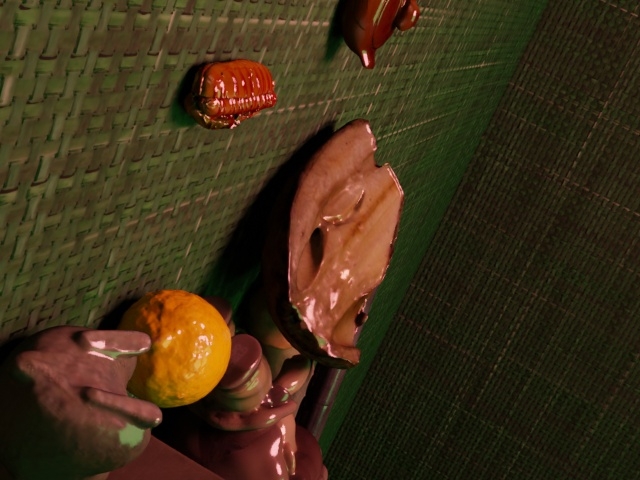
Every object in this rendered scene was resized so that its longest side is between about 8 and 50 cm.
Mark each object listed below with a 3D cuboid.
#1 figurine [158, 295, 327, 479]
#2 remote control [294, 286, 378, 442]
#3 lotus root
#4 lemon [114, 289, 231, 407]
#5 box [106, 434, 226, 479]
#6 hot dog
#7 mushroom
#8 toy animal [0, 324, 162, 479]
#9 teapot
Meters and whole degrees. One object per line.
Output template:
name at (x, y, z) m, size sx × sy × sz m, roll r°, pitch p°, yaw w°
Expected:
figurine at (-0.103, 0.245, 1.112) m, size 0.203 × 0.248 × 0.381 m, roll -46°, pitch 147°, yaw -40°
remote control at (0.010, 0.194, 1.267) m, size 0.107 × 0.044 × 0.378 m, roll -57°, pitch 168°, yaw -75°
lotus root at (-0.003, 0.003, 1.128) m, size 0.142 × 0.210 × 0.314 m, roll -17°, pitch -150°, yaw 40°
lemon at (-0.144, 0.106, 0.865) m, size 0.114 × 0.114 × 0.155 m, roll -58°, pitch 171°, yaw -13°
box at (-0.225, 0.353, 0.980) m, size 0.231 × 0.149 × 0.155 m, roll -43°, pitch 157°, yaw -51°
hot dog at (-0.075, -0.130, 0.795) m, size 0.062 × 0.038 × 0.144 m, roll -66°, pitch 167°, yaw 18°
mushroom at (-0.064, 0.189, 1.319) m, size 0.329 × 0.122 × 0.159 m, roll 99°, pitch 8°, yaw -53°
toy animal at (-0.228, 0.175, 0.739) m, size 0.251 × 0.127 × 0.125 m, roll -53°, pitch -175°, yaw 31°
teapot at (0.072, -0.257, 1.003) m, size 0.129 × 0.078 × 0.098 m, roll -64°, pitch 167°, yaw 13°
